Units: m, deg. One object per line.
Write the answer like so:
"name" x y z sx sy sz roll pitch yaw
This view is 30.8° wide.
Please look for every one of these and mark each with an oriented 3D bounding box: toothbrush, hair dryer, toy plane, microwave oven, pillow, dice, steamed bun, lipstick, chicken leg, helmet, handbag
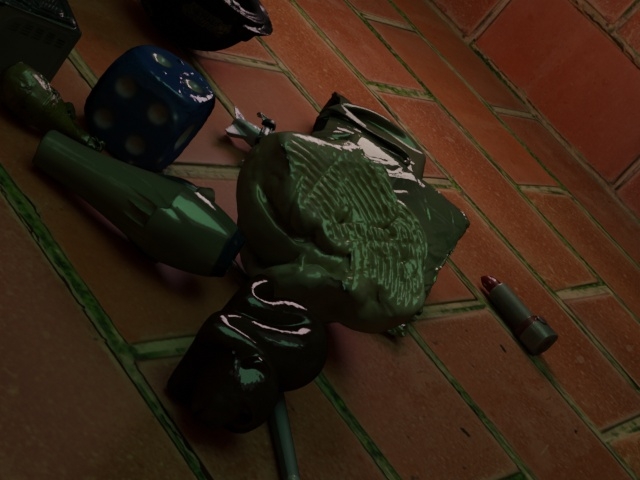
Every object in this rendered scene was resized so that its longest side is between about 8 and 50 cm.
"toothbrush" -0.041 0.273 1.393 0.030 0.025 0.342 26 29 -26
"hair dryer" -0.256 -0.073 1.611 0.296 0.119 0.298 27 11 -20
"toy plane" -0.089 -0.163 2.020 0.171 0.065 0.162 30 37 -12
"microwave oven" -0.458 -0.346 1.710 0.162 0.122 0.208 15 35 -43
"pillow" 0.108 -0.034 2.014 0.274 0.076 0.280 38 44 -3
"dice" -0.253 -0.200 1.736 0.146 0.146 0.143 42 22 3
"steamed bun" 0.000 0.000 1.703 0.275 0.206 0.320 -13 79 -42
"lipstick" 0.368 0.129 2.201 0.063 0.057 0.186 4 40 -53
"chicken leg" -0.375 -0.179 1.629 0.178 0.070 0.093 40 17 -20
"helmet" -0.232 -0.443 2.164 0.279 0.160 0.230 38 20 -36
"handbag" 0.096 -0.157 2.223 0.253 0.109 0.316 32 31 -10

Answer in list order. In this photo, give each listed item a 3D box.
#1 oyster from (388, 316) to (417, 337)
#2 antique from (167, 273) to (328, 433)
"oyster" 0.075 0.079 1.848 0.200 0.061 0.106 32 27 -19
"antique" -0.081 0.146 1.421 0.143 0.121 0.257 38 26 6
